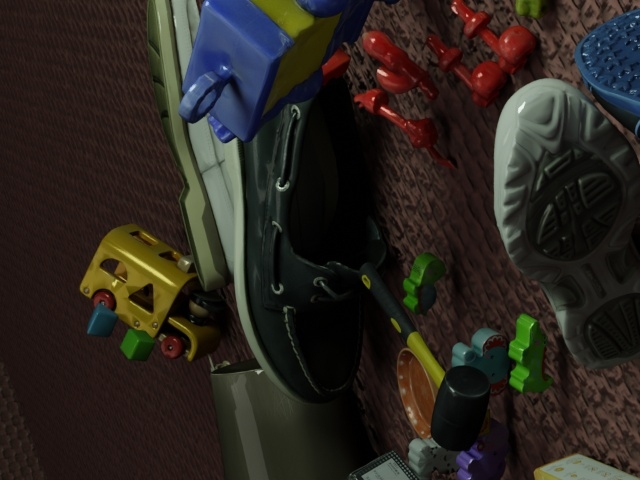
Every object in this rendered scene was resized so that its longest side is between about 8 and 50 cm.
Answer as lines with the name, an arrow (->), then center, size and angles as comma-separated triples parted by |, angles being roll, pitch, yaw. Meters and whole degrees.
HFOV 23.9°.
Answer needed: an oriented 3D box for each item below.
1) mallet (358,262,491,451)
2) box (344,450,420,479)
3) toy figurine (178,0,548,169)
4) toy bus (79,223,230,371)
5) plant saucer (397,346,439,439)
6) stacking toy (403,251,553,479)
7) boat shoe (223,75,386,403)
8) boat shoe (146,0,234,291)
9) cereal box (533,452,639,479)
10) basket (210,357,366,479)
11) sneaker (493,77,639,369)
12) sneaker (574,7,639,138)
mallet -> 0.074, 0.089, 1.186 | 0.190, 0.039, 0.062 | -130, 38, -50
box -> 0.079, 0.345, 1.274 | 0.270, 0.060, 0.216 | 50, 132, 17
toy figurine -> 0.006, -0.139, 1.013 | 0.191, 0.217, 0.362 | 49, 153, 11
toy bus -> -0.177, 0.062, 1.777 | 0.104, 0.202, 0.191 | -63, 31, 17
plant saucer -> 0.089, 0.133, 1.320 | 0.083, 0.013, 0.084 | 166, 90, -72
stacking toy -> 0.131, 0.131, 1.190 | 0.167, 0.052, 0.221 | 34, 133, 55
boat shoe -> 0.003, -0.002, 1.309 | 0.113, 0.127, 0.340 | 11, 115, 40
boat shoe -> -0.099, -0.106, 1.491 | 0.113, 0.103, 0.302 | -135, 33, -72
cereal box -> 0.238, 0.254, 1.014 | 0.240, 0.047, 0.173 | 16, 120, 64
basket -> -0.025, 0.228, 1.489 | 0.204, 0.154, 0.227 | -176, 75, -82
sneaker -> 0.144, -0.021, 0.931 | 0.232, 0.090, 0.115 | 65, 180, -45
sneaker -> 0.213, -0.056, 0.818 | 0.090, 0.081, 0.232 | 62, 177, -29
